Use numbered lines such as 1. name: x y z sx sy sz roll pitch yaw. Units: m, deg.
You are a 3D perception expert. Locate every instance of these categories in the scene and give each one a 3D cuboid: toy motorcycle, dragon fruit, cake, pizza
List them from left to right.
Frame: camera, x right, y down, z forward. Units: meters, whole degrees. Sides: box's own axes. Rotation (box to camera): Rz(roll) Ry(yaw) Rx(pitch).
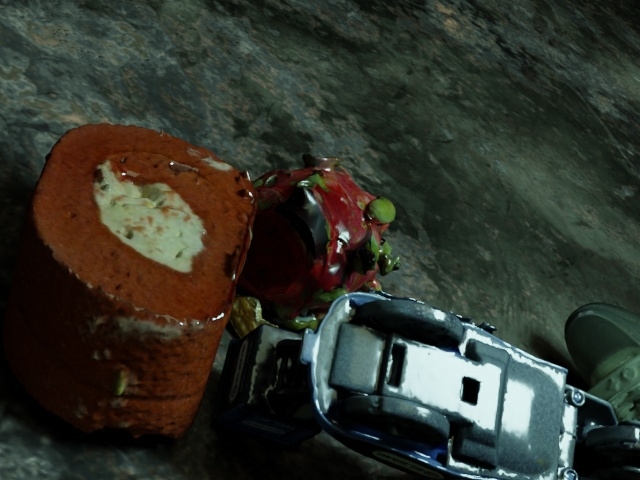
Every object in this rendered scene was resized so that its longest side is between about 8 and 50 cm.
1. cake: -0.154 0.023 0.924 0.177 0.151 0.283 16 33 -5
2. pizza: -0.059 0.078 1.036 0.083 0.037 0.016 50 20 21
3. dragon fruit: 0.000 0.000 1.092 0.166 0.160 0.172 22 24 28
4. toy motorcycle: 0.110 0.147 0.941 0.358 0.212 0.125 21 64 -17

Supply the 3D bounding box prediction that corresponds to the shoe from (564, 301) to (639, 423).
1. shoe: 0.344 0.188 1.183 0.293 0.109 0.149 50 29 17
